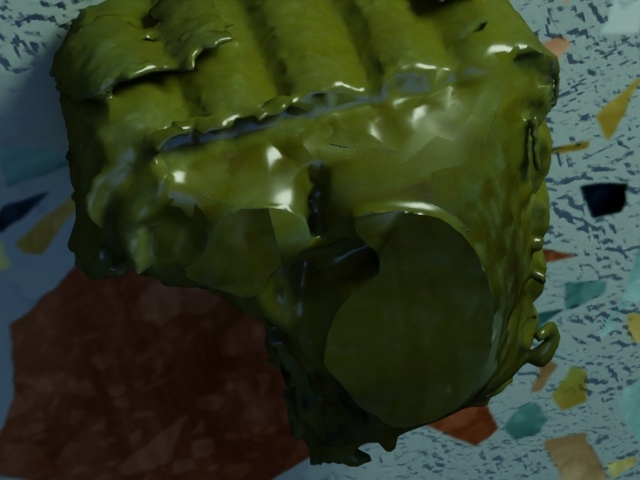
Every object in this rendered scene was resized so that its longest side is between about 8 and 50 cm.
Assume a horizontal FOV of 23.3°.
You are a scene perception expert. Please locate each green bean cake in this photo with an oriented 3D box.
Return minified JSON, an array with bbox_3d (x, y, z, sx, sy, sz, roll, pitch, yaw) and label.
[{"bbox_3d":[0.000,0.000,0.917,0.285,0.202,0.310,-17,129,-9],"label":"green bean cake"}]
